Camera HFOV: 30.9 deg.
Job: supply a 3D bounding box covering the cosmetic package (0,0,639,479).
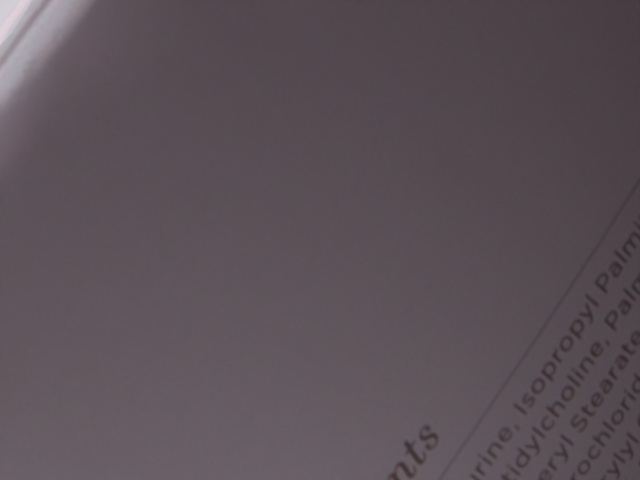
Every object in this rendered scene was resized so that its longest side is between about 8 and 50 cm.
[{"bbox_3d":[0.000,0.000,0.520,0.327,0.393,0.329,-54,29,-5],"label":"cosmetic package"}]
